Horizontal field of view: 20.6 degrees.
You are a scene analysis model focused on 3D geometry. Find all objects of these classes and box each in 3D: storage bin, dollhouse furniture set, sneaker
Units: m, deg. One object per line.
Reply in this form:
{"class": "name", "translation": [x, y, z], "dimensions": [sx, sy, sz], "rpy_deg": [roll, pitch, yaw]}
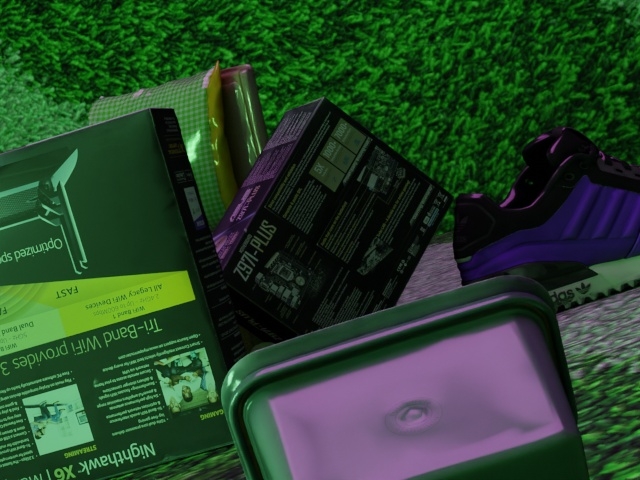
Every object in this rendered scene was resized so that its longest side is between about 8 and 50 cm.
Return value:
{"class": "storage bin", "translation": [0.040, 0.089, 0.658], "dimensions": [0.135, 0.098, 0.091], "rpy_deg": [-16, 29, -1]}
{"class": "dollhouse furniture set", "translation": [-0.139, -0.006, 1.645], "dimensions": [0.197, 0.302, 0.151], "rpy_deg": [-13, 0, 26]}
{"class": "sneaker", "translation": [0.243, -0.033, 1.494], "dimensions": [0.293, 0.146, 0.102], "rpy_deg": [-17, 2, -18]}

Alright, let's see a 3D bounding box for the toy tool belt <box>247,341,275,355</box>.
{"class": "toy tool belt", "translation": [-0.056, 0.114, 1.414], "dimensions": [0.083, 0.052, 0.051], "rpy_deg": [-13, -28, 20]}

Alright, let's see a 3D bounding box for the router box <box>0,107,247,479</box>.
{"class": "router box", "translation": [-0.221, 0.062, 1.269], "dimensions": [0.308, 0.243, 0.081], "rpy_deg": [-16, 2, 9]}

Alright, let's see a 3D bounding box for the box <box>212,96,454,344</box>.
{"class": "box", "translation": [0.000, 0.000, 1.446], "dimensions": [0.180, 0.147, 0.077], "rpy_deg": [-61, 20, -18]}
